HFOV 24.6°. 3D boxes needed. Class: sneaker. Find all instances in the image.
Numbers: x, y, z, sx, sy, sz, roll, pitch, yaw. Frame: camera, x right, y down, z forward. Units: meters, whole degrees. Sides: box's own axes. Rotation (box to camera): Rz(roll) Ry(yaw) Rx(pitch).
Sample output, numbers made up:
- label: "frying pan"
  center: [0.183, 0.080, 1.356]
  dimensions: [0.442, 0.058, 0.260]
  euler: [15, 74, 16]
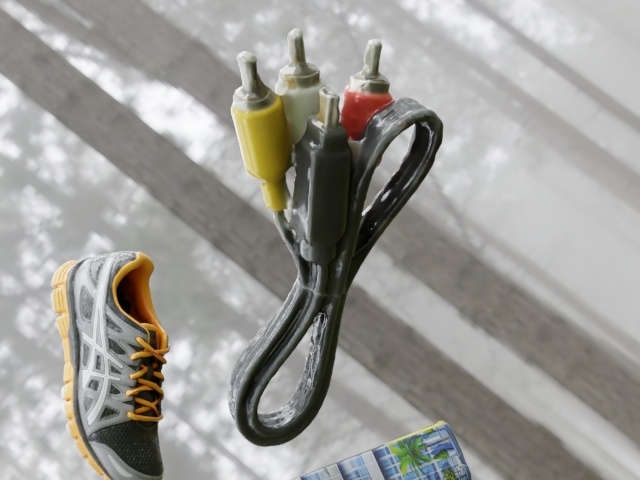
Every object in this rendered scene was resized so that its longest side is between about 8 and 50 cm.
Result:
- label: "sneaker"
  center: [-0.163, 0.106, 1.212]
  dimensions: [0.083, 0.214, 0.084]
  euler: [-23, -17, 24]

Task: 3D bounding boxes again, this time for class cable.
- label: "cable"
  center: [0.000, 0.000, 0.985]
  dimensions: [0.139, 0.072, 0.287]
  euler: [-8, -57, -26]

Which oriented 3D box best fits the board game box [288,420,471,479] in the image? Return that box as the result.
- label: "board game box"
  center: [-0.054, 0.159, 0.567]
  dimensions: [0.194, 0.060, 0.194]
  euler: [-17, -22, -31]
